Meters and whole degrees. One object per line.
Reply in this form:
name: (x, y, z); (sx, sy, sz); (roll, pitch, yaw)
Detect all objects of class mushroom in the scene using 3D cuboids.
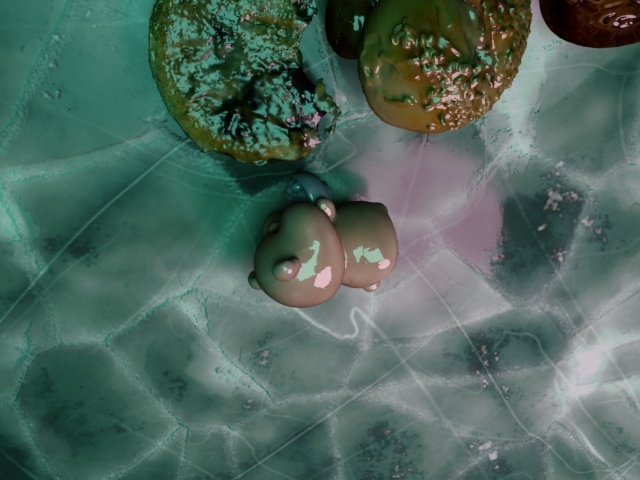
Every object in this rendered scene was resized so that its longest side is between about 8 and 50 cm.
mushroom: (0.052, -0.346, 1.208); (0.087, 0.127, 0.127); (-6, 113, -12)
mushroom: (0.450, -0.403, 1.175); (0.278, 0.297, 0.163); (12, 76, 21)

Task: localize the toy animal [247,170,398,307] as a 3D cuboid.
toy animal: (0.008, 0.020, 1.317); (0.221, 0.210, 0.229); (27, 69, -14)

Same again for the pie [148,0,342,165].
pie: (-0.123, -0.298, 1.205); (0.296, 0.078, 0.371); (-4, 108, 5)

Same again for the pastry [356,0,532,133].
pastry: (0.212, -0.300, 1.173); (0.315, 0.184, 0.284); (-43, 141, -19)

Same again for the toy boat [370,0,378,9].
toy boat: (0.106, -0.470, 1.179); (0.109, 0.098, 0.238); (3, 112, -8)
